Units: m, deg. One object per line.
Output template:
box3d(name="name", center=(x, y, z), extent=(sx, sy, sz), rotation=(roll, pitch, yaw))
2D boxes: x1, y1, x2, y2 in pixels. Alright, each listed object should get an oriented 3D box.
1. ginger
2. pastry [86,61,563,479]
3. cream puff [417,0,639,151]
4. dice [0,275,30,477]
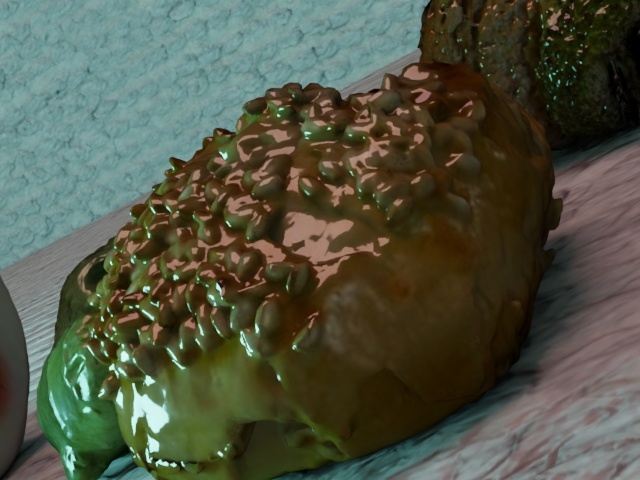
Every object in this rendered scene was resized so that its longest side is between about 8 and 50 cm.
box3d(name="ginger", center=(-0.140, 0.066, 0.882), extent=(0.137, 0.089, 0.290), rotation=(-59, 9, 14))
box3d(name="pastry", center=(0.000, 0.000, 0.688), extent=(0.255, 0.162, 0.311), rotation=(-30, 7, 11))
box3d(name="cream puff", center=(0.181, -0.133, 0.943), extent=(0.183, 0.183, 0.169), rotation=(-35, 36, -29))
box3d(name="dice", center=(-0.376, 0.108, 0.960), extent=(0.243, 0.259, 0.251), rotation=(-21, 11, 34))
